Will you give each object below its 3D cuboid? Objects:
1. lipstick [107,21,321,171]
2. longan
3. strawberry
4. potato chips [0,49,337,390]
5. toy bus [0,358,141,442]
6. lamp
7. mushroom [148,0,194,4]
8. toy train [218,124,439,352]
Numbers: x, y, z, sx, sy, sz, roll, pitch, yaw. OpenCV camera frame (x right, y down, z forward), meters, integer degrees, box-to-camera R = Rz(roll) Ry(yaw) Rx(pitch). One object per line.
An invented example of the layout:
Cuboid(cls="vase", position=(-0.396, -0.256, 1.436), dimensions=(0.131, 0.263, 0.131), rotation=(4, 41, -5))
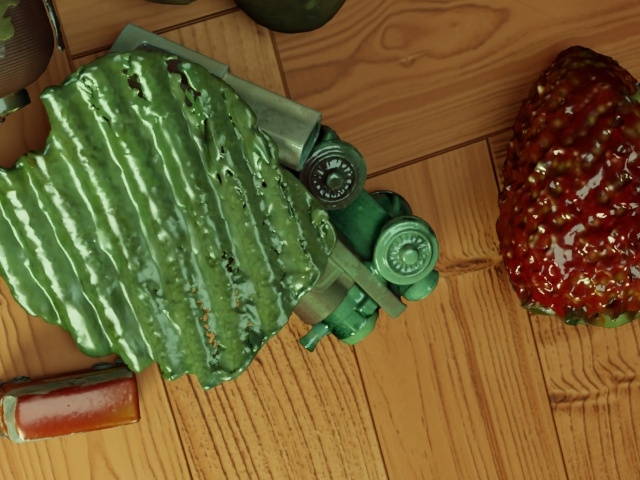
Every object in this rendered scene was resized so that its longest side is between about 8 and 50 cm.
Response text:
Cuboid(cls="lipstick", position=(-0.126, -0.161, 1.931), dimensions=(0.253, 0.077, 0.079), rotation=(25, 62, 7))
Cuboid(cls="longan", position=(-0.038, -0.333, 1.965), dimensions=(0.167, 0.167, 0.187), rotation=(-21, 122, -17))
Cuboid(cls="strawberry", position=(0.353, -0.066, 2.088), dimensions=(0.292, 0.292, 0.343), rotation=(-11, 104, -19))
Cuboid(cls="potato chips", position=(-0.202, -0.010, 1.894), dimensions=(0.373, 0.097, 0.389), rotation=(-40, 104, 20))
Cuboid(cls="toy bus", position=(-0.299, 0.195, 1.980), dimensions=(0.174, 0.077, 0.079), rotation=(-8, 100, -20))
Cuboid(cls="lamp", position=(-0.382, -0.252, 1.834), dimensions=(0.180, 0.180, 0.258), rotation=(-23, 104, -17))
Cuboid(cls="mushroom", position=(-0.165, -0.476, 1.912), dimensions=(0.154, 0.137, 0.407), rotation=(13, 86, -35))
Cuboid(cls="toy train", position=(0.000, 0.000, 2.042), dimensions=(0.221, 0.150, 0.304), rotation=(-46, 112, 1))
